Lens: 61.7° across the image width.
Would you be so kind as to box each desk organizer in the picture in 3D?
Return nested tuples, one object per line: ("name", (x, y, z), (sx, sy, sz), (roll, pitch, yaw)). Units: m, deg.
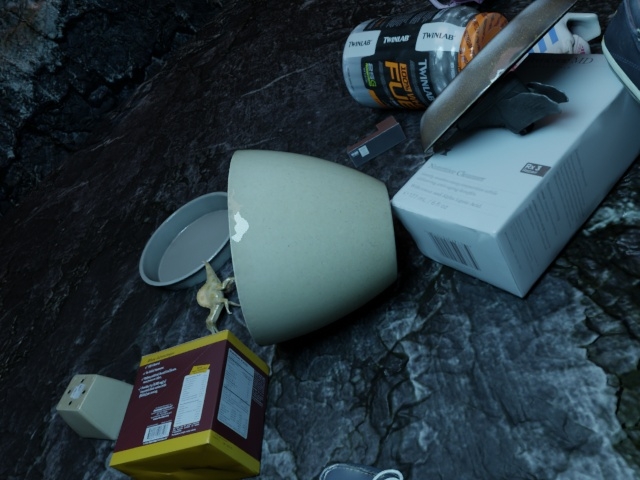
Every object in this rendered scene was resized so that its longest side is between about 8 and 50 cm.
("desk organizer", (0.122, -0.225, 1.215), (0.130, 0.047, 0.050), (-29, 36, 9))

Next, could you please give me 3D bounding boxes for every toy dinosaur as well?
("toy dinosaur", (-0.211, 0.099, 1.107), (0.093, 0.053, 0.183), (-13, 57, 1))

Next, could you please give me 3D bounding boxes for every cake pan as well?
("cake pan", (-0.307, 0.004, 1.304), (0.293, 0.054, 0.293), (-21, 40, 19))

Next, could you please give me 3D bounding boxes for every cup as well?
("cup", (0.000, 0.000, 0.899), (0.237, 0.331, 0.331), (-6, 43, 4))

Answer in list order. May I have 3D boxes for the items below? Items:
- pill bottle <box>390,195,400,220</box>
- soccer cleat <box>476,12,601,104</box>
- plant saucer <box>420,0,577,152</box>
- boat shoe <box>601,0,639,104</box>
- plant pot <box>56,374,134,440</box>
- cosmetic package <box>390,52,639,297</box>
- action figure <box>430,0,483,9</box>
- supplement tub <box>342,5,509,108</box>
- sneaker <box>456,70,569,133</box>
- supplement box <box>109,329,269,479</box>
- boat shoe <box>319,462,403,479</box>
("pill bottle", (0.190, -0.085, 1.002), (0.116, 0.065, 0.065), (-41, 38, -6))
("soccer cleat", (0.427, -0.336, 1.037), (0.143, 0.116, 0.331), (15, 60, 46))
("plant saucer", (0.262, -0.265, 0.846), (0.310, 0.050, 0.310), (-43, -2, -2))
("boat shoe", (0.497, -0.164, 0.601), (0.187, 0.156, 0.500), (-21, 53, 6))
("plant pot", (-0.444, 0.318, 1.051), (0.109, 0.096, 0.109), (-10, 45, 32))
("cosmetic package", (0.330, -0.122, 0.858), (0.385, 0.156, 0.217), (-49, 38, -14))
("action figure", (0.491, -0.725, 1.392), (0.370, 0.248, 0.276), (-25, -5, -4))
("supplement tub", (0.230, -0.393, 1.175), (0.338, 0.207, 0.207), (14, 60, 46))
("sneaker", (0.275, -0.184, 0.790), (0.051, 0.089, 0.170), (-45, -2, -25))
("supplement box", (-0.204, 0.280, 0.877), (0.191, 0.129, 0.194), (-20, 41, 21))
("boat shoe", (0.086, 0.333, 0.639), (0.255, 0.079, 0.095), (19, 64, 47))
